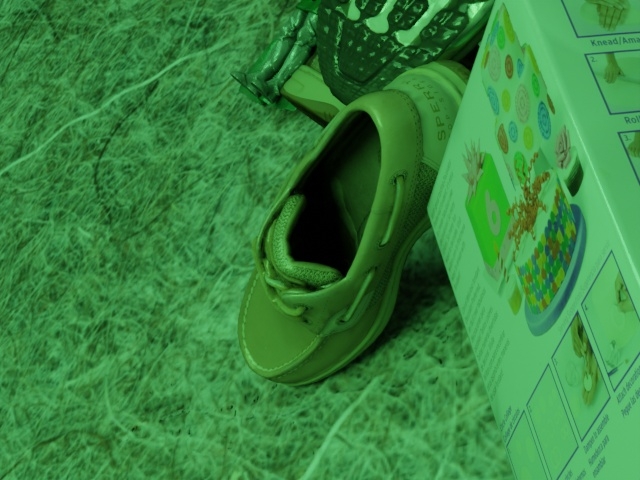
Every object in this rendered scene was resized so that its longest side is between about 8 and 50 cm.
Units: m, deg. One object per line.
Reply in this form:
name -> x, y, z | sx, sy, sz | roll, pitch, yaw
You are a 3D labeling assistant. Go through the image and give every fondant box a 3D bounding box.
fondant box -> 0.163, 0.043, 0.764 | 0.238, 0.096, 0.330 | 103, 156, -56

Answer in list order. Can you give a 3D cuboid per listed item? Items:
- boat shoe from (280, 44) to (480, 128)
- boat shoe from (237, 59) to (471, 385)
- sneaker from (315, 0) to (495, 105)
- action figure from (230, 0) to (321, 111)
boat shoe -> 0.088, -0.114, 1.129 | 0.123, 0.123, 0.342 | -54, 30, 0
boat shoe -> 0.000, 0.000, 1.026 | 0.121, 0.110, 0.341 | 53, 138, 22
sneaker -> 0.169, -0.241, 1.075 | 0.410, 0.182, 0.158 | -49, 50, -2
action figure -> 0.008, -0.234, 1.364 | 0.232, 0.063, 0.137 | -52, 33, -6
